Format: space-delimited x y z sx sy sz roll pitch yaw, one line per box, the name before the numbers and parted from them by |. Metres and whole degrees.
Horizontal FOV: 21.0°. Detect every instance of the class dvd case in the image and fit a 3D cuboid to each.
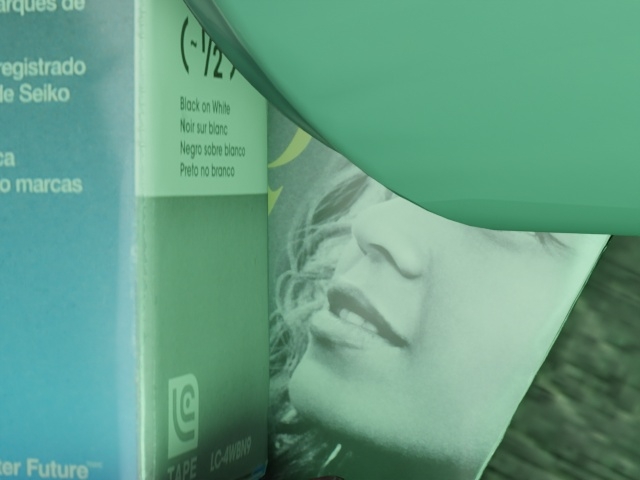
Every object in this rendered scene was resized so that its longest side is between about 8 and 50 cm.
dvd case | 0.000 0.000 0.561 0.165 0.018 0.221 29 101 10

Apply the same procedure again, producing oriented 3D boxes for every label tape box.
label tape box | -0.147 -0.095 0.534 0.249 0.115 0.347 0 90 18

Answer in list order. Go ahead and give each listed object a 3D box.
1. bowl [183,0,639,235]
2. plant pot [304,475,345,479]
bowl | 0.059 -0.124 0.414 0.163 0.311 0.311 -22 90 31
plant pot | -0.055 0.184 0.477 0.201 0.201 0.180 -22 85 15
